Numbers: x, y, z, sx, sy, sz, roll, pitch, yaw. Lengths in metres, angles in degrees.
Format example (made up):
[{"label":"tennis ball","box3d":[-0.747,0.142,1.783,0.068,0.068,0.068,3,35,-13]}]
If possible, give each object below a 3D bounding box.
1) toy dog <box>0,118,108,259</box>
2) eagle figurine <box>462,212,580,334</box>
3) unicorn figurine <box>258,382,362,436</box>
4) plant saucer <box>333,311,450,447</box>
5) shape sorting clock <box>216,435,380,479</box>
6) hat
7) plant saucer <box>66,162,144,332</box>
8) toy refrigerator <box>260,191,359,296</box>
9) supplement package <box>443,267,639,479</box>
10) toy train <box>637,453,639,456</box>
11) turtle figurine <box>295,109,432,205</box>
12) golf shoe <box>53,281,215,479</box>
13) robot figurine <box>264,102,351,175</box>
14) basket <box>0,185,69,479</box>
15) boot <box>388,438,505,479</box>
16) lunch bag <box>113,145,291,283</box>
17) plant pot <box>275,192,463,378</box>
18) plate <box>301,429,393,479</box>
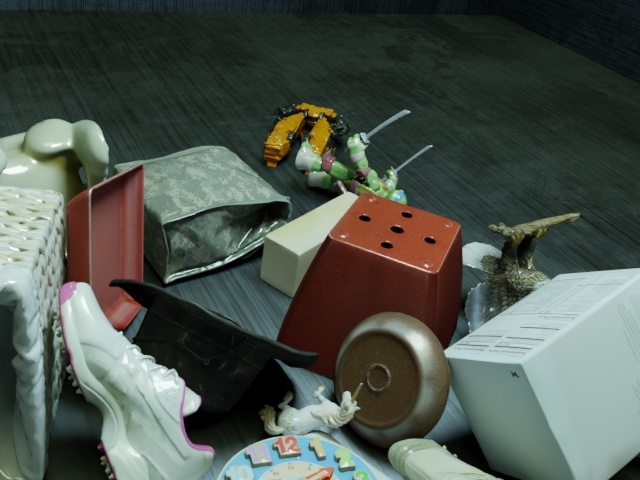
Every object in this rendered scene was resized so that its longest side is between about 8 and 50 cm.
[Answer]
[{"label":"toy dog","box3d":[-0.597,-0.081,1.192,0.408,0.284,0.395,-14,39,-30]},{"label":"eagle figurine","box3d":[0.369,0.114,1.222,0.226,0.298,0.225,-8,3,14]},{"label":"unicorn figurine","box3d":[-0.007,0.247,1.005,0.162,0.060,0.111,-28,12,0]},{"label":"plant saucer","box3d":[0.092,0.202,1.019,0.199,0.198,0.036,38,13,36]},{"label":"shape sorting clock","box3d":[-0.023,0.302,0.828,0.206,0.040,0.206,4,21,-2]},{"label":"hat","box3d":[-0.173,0.172,1.011,0.331,0.331,0.133,18,75,11]},{"label":"plant saucer","box3d":[-0.328,0.023,1.064,0.048,0.259,0.258,5,15,0]},{"label":"toy refrigerator","box3d":[0.000,0.000,1.389,0.094,0.102,0.269,29,38,27]},{"label":"supplement package","box3d":[0.351,0.187,0.983,0.263,0.199,0.198,-28,5,-22]},{"label":"toy train","box3d":[0.564,0.274,1.132,0.143,0.105,0.248,36,39,18]},{"label":"turtle figurine","box3d":[0.099,-0.180,1.587,0.266,0.274,0.198,16,17,26]},{"label":"golf shoe","box3d":[-0.237,0.185,0.890,0.140,0.306,0.115,-22,-1,-14]},{"label":"robot figurine","box3d":[-0.040,-0.275,1.820,0.211,0.085,0.291,15,33,7]},{"label":"basket","box3d":[-0.496,0.107,0.882,0.331,0.328,0.266,5,31,-8]},{"label":"boot","box3d":[0.207,0.338,0.934,0.213,0.077,0.165,29,-7,-30]},{"label":"lunch bag","box3d":[-0.227,-0.068,1.372,0.287,0.168,0.235,-19,42,-31]},{"label":"plant pot","box3d":[0.104,0.076,1.176,0.267,0.235,0.267,19,33,14]},{"label":"plate","box3d":[-0.003,0.340,0.854,0.278,0.045,0.277,23,28,40]}]
